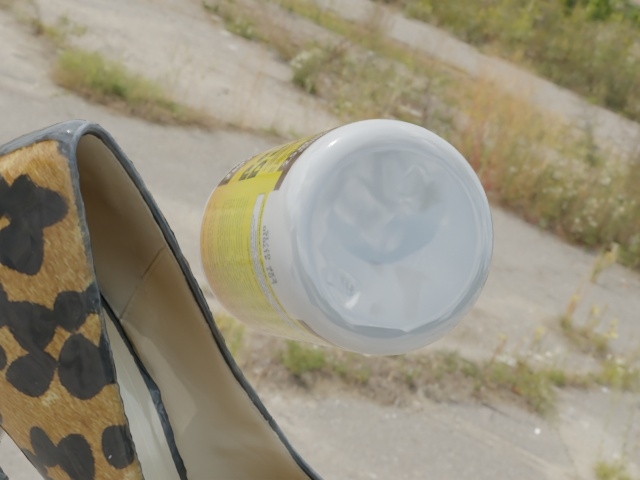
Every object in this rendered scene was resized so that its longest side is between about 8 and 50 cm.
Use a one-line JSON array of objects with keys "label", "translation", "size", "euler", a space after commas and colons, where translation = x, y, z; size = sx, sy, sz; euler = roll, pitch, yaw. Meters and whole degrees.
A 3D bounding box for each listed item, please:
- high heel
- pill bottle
[{"label": "high heel", "translation": [-0.014, 0.077, 0.363], "size": [0.261, 0.186, 0.093], "euler": [25, 39, -2]}, {"label": "pill bottle", "translation": [0.000, 0.000, 0.631], "size": [0.117, 0.117, 0.215], "euler": [17, -7, -19]}]
